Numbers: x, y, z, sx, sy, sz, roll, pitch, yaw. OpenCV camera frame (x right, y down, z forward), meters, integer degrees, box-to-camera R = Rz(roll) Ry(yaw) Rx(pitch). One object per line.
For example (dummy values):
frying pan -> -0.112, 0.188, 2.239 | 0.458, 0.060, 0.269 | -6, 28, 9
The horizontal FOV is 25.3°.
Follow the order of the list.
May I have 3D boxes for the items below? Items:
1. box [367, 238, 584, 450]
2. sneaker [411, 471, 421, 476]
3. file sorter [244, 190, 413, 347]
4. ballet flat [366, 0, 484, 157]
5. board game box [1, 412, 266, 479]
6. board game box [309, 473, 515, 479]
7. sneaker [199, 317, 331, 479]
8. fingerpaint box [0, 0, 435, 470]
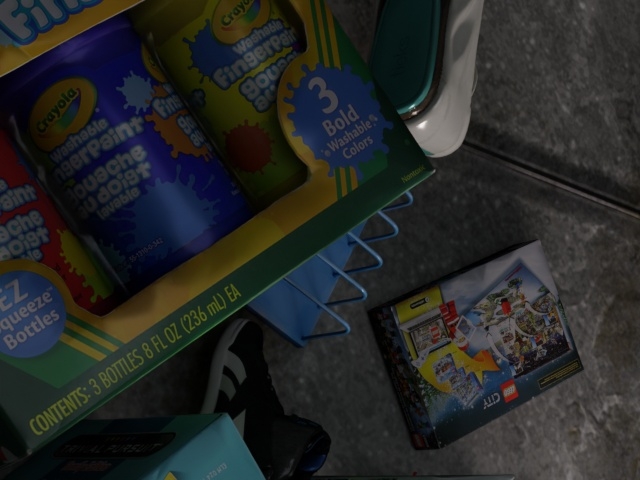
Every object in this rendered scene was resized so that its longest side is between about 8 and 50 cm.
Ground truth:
box -> 0.172, 0.110, 1.544 | 0.233, 0.044, 0.159 | -21, 95, -36
sneaker -> 0.131, 0.312, 1.451 | 0.270, 0.090, 0.145 | 15, 50, -49
file sorter -> 0.000, 0.000, 1.405 | 0.118, 0.104, 0.170 | 39, 62, -24
ballet flat -> 0.130, -0.265, 1.534 | 0.139, 0.139, 0.400 | 26, 62, -29
board game box -> -0.237, 0.262, 1.102 | 0.336, 0.254, 0.079 | -36, 104, -33
board game box -> 0.046, 0.320, 1.260 | 0.097, 0.303, 0.224 | 4, 79, -34
sneaker -> -0.045, 0.160, 1.299 | 0.217, 0.121, 0.079 | -75, 167, -49
fingerpaint box -> -0.184, -0.088, 1.175 | 0.445, 0.163, 0.371 | -34, 92, -31
